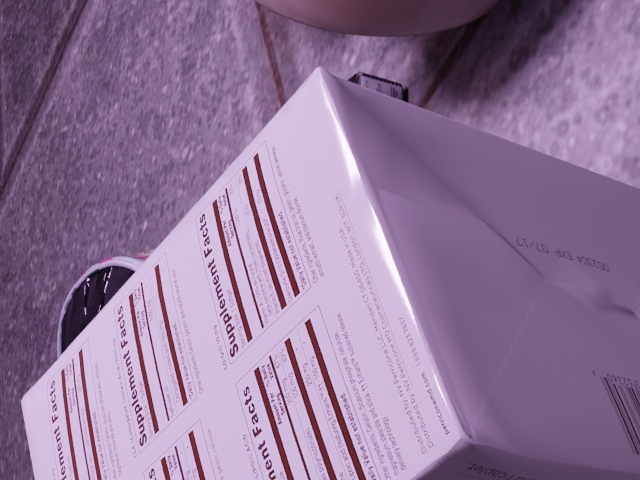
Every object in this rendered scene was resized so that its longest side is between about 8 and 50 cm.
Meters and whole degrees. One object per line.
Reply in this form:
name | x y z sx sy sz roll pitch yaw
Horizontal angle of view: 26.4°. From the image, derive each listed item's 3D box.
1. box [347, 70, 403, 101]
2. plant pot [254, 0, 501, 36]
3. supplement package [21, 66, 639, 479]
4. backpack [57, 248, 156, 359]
box | 0.000 0.000 0.999 0.184 0.045 0.190 -32 51 54
plant pot | 0.036 -0.283 0.780 0.323 0.323 0.280 -110 19 -48
supplement package | 0.029 0.078 0.506 0.203 0.194 0.149 -45 47 32
backpack | -0.063 0.122 0.868 0.225 0.191 0.253 -29 81 57
